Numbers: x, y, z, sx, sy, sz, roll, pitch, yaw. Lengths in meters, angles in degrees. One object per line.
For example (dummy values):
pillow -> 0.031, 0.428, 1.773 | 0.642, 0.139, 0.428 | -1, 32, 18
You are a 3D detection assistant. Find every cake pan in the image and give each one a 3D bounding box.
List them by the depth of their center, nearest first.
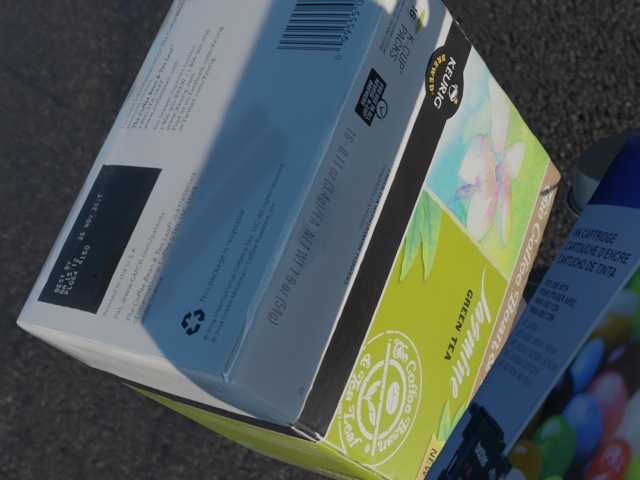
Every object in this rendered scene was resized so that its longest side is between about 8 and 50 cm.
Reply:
cake pan -> 0.460, -0.090, 1.280 | 0.293, 0.054, 0.293 | -11, 21, 4

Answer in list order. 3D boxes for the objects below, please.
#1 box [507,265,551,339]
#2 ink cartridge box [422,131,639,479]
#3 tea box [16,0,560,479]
box -> 0.327, 0.218, 1.410 | 0.472, 0.480, 0.297 | 136, 124, -62
ink cartridge box -> 0.120, 0.061, 0.362 | 0.311, 0.065, 0.186 | -57, 10, 0
tea box -> 0.000, 0.000, 0.805 | 0.220, 0.323, 0.329 | 9, 69, 38
